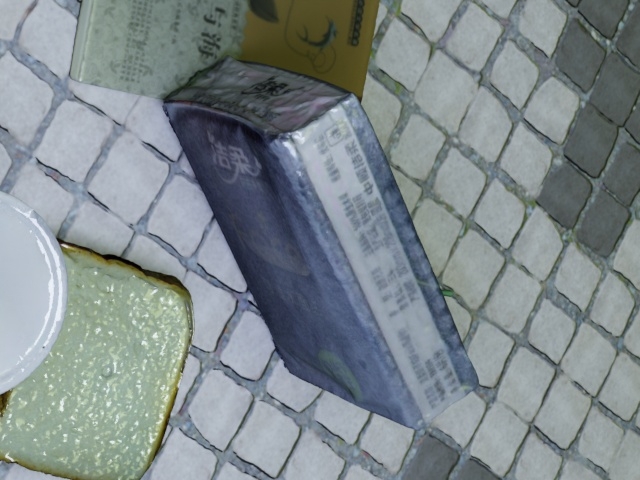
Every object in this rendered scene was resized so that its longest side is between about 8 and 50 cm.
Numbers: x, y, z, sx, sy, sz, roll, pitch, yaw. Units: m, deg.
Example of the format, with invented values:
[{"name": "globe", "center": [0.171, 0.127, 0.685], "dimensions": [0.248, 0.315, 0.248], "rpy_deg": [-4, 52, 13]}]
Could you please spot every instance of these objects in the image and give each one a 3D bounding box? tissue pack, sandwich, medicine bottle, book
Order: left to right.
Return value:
[{"name": "medicine bottle", "center": [-0.408, 0.033, 1.720], "dimensions": [0.211, 0.371, 0.211], "rpy_deg": [-4, 96, -36]}, {"name": "sandwich", "center": [-0.260, 0.135, 2.009], "dimensions": [0.226, 0.087, 0.251], "rpy_deg": [18, 87, -33]}, {"name": "book", "center": [-0.097, -0.278, 2.118], "dimensions": [0.389, 0.032, 0.269], "rpy_deg": [9, 91, -35]}, {"name": "tissue pack", "center": [0.000, 0.000, 2.038], "dimensions": [0.124, 0.288, 0.394], "rpy_deg": [-35, 118, -22]}]

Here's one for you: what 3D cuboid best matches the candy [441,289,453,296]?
[{"name": "candy", "center": [0.097, 0.057, 2.283], "dimensions": [0.202, 0.061, 0.061], "rpy_deg": [8, 90, -43]}]
